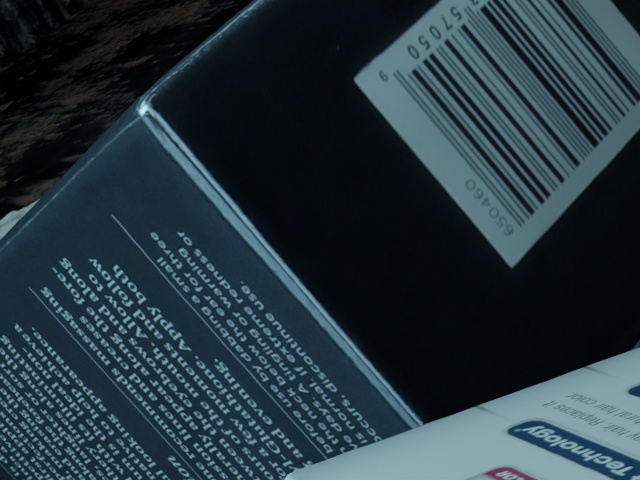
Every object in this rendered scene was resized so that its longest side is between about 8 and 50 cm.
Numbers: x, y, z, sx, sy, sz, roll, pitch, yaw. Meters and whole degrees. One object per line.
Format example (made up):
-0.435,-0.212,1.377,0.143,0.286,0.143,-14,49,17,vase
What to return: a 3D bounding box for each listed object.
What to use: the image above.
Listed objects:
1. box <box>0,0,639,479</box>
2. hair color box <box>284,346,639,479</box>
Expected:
0.000,0.000,0.839,0.293,0.212,0.395,-44,6,-31,box
0.183,0.087,0.520,0.347,0.105,0.174,-16,15,-24,hair color box
